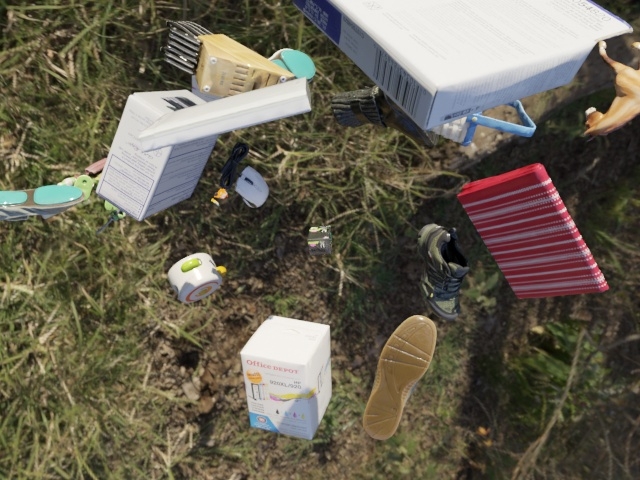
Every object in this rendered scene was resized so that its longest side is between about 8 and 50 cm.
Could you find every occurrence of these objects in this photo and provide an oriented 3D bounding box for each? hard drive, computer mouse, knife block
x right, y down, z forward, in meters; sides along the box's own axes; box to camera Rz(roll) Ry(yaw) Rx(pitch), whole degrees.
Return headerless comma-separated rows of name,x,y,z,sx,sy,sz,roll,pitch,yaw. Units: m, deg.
hard drive,-0.172,-0.246,0.991,0.308,0.203,0.040,-14,114,5
computer mouse,-0.159,-0.131,1.163,0.106,0.042,0.193,-64,154,-12
knife block,-0.222,-0.419,1.195,0.276,0.242,0.088,6,128,-27

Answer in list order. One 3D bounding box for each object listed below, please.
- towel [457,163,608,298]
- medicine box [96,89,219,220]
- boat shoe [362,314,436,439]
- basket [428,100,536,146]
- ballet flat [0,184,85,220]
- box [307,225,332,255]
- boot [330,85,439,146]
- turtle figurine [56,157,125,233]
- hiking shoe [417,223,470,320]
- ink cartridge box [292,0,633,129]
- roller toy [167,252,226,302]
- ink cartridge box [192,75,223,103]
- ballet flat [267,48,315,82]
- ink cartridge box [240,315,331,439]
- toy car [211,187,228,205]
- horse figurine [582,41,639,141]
towel,0.403,-0.009,0.994,0.031,0.199,0.274,-39,101,-31
medicine box,-0.417,-0.233,1.367,0.289,0.149,0.263,-58,176,24
boat shoe,0.183,0.313,1.209,0.098,0.109,0.302,3,108,-79
basket,0.423,-0.366,1.405,0.289,0.254,0.201,15,122,-3
ballet flat,-0.618,-0.076,1.106,0.213,0.072,0.068,-5,137,-16
box,0.000,0.000,1.432,0.062,0.083,0.052,-4,117,8
boot,0.228,-0.420,1.765,0.348,0.260,0.131,34,59,-40
turtle figurine,-0.701,-0.119,1.583,0.275,0.266,0.197,-38,110,-15
hiking shoe,0.277,0.078,1.133,0.086,0.114,0.226,-18,102,-19
ink cartridge box,0.121,-0.206,0.474,0.224,0.223,0.045,-21,145,-21
roller toy,-0.504,0.158,2.086,0.191,0.146,0.209,-40,162,22
ink cartridge box,-0.369,-0.535,1.774,0.134,0.231,0.078,15,64,-7
ballet flat,-0.145,-0.557,1.735,0.400,0.139,0.139,-51,147,-58
ink cartridge box,-0.078,0.336,1.282,0.168,0.171,0.232,-51,143,-58
toy car,-0.348,-0.157,1.811,0.040,0.122,0.060,40,74,-8
horse figurine,0.546,-0.261,0.794,0.066,0.263,0.174,44,49,-47
